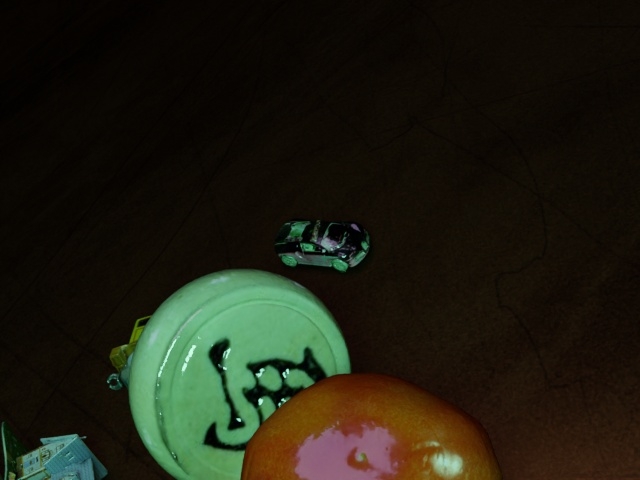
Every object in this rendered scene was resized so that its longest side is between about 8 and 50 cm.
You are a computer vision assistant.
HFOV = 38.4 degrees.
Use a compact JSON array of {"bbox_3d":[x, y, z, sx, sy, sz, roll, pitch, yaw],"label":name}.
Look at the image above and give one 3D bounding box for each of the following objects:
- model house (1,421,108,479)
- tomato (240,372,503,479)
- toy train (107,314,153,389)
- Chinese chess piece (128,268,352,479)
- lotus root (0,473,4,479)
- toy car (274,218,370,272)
[{"bbox_3d":[-0.316,0.289,1.107,0.088,0.117,0.167,-25,38,-2],"label":"model house"},{"bbox_3d":[0.049,0.239,0.894,0.259,0.180,0.260,-2,61,4],"label":"tomato"},{"bbox_3d":[-0.175,0.142,1.198,0.219,0.089,0.127,-18,32,12],"label":"toy train"},{"bbox_3d":[-0.085,0.156,1.013,0.250,0.250,0.101,-44,20,-17],"label":"Chinese chess piece"},{"bbox_3d":[-0.518,0.378,1.113,0.260,0.075,0.170,-28,15,-4],"label":"lotus root"},{"bbox_3d":[0.000,0.000,1.269,0.142,0.055,0.069,4,54,32],"label":"toy car"}]
